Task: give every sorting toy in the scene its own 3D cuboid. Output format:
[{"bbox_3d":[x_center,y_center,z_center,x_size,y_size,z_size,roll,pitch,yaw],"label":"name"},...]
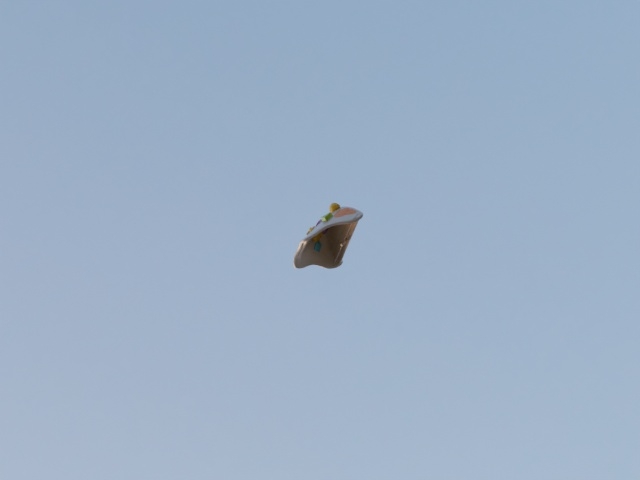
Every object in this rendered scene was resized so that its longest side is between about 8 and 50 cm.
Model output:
[{"bbox_3d":[0.000,0.000,1.777,0.075,0.045,0.083,-32,-25,-41],"label":"sorting toy"}]
